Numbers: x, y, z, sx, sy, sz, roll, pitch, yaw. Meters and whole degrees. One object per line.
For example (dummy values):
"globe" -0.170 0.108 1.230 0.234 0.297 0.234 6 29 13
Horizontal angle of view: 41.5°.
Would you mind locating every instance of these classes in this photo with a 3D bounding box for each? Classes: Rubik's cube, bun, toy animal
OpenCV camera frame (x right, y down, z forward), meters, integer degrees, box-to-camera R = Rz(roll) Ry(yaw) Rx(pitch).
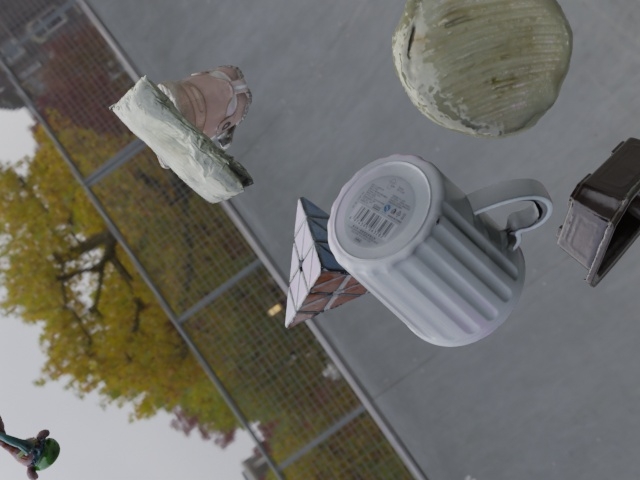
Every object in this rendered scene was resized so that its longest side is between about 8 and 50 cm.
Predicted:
"Rubik's cube" 0.000 0.000 1.285 0.190 0.211 0.178 67 179 -71
"bun" 0.208 -0.253 1.118 0.239 0.239 0.141 54 175 -9
"toy animal" -0.530 0.321 1.411 0.103 0.100 0.208 -10 128 49

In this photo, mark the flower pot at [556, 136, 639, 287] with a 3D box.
"flower pot" 0.432 -0.057 1.242 0.084 0.251 0.179 31 139 26

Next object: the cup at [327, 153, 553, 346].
"cup" 0.136 -0.010 0.972 0.167 0.221 0.202 38 180 45

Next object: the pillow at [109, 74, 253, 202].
"pillow" -0.215 -0.148 1.298 0.229 0.050 0.148 47 146 -13

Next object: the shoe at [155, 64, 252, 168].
"shoe" -0.274 -0.270 1.865 0.351 0.198 0.172 -2 108 67
